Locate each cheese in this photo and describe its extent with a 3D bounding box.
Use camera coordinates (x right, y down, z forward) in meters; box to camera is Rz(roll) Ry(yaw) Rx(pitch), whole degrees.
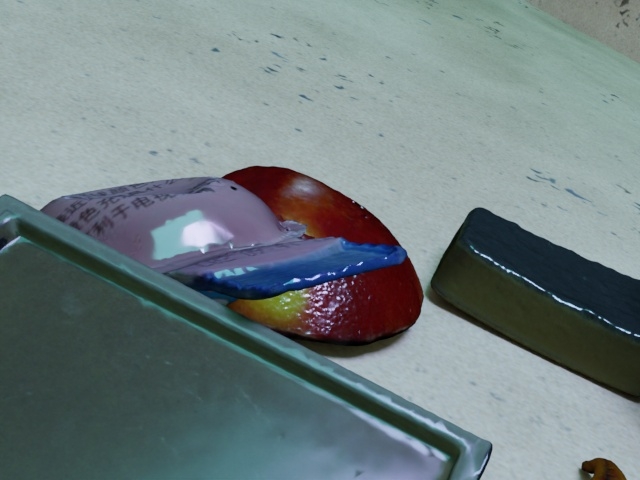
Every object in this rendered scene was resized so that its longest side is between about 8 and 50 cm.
[{"bbox_3d":[-0.076,0.007,0.570,0.189,0.074,0.286,-15,12,-37],"label":"cheese"}]

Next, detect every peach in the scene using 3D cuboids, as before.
[{"bbox_3d":[0.001,-0.003,0.777,0.189,0.068,0.279,30,24,11],"label":"peach"}]

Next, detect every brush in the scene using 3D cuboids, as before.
[{"bbox_3d":[0.195,0.046,0.858,0.197,0.059,0.123,26,25,6],"label":"brush"}]

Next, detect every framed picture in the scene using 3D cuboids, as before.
[{"bbox_3d":[-0.101,0.128,0.330,0.247,0.022,0.335,26,42,7],"label":"framed picture"}]

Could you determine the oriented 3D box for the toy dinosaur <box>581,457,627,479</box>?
[{"bbox_3d":[0.117,0.178,0.457,0.208,0.097,0.432,13,20,-12],"label":"toy dinosaur"}]
